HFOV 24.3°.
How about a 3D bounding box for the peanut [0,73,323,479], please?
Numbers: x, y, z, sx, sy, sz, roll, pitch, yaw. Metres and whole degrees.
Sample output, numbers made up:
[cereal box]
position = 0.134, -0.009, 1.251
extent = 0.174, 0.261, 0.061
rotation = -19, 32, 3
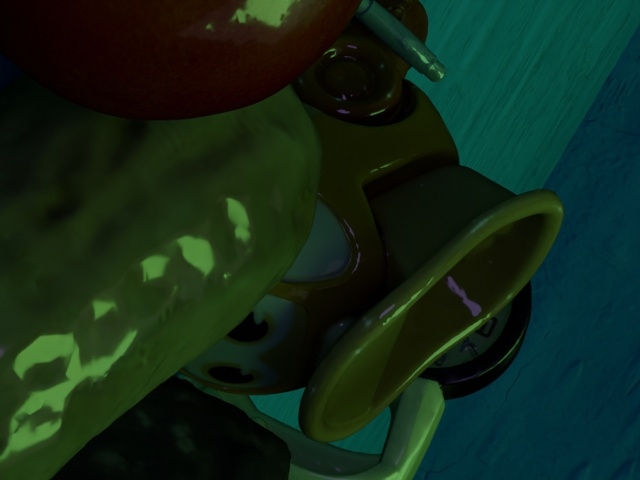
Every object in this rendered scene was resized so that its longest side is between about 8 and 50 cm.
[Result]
[peanut]
position = -0.154, 0.024, 0.732
extent = 0.387, 0.169, 0.192
rotation = -40, -165, -33

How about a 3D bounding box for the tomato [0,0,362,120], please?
[tomato]
position = -0.064, -0.139, 0.598
extent = 0.195, 0.195, 0.136
rotation = -60, -157, 14

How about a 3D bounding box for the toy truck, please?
[toy truck]
position = 0.000, 0.000, 1.023
extent = 0.288, 0.211, 0.204
rotation = -30, 156, -27

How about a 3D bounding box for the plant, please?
[plant]
position = -0.113, 0.223, 0.998
extent = 0.215, 0.312, 0.213
rotation = -34, 157, -52

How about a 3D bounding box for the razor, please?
[razor]
position = 0.042, -0.159, 1.066
extent = 0.068, 0.135, 0.040
rotation = -55, -154, -4

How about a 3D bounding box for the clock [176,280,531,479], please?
[clock]
position = 0.020, 0.118, 1.323
extent = 0.379, 0.276, 0.120
rotation = -58, 166, -14

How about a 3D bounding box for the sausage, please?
[sausage]
position = 0.032, -0.151, 1.157
extent = 0.089, 0.089, 0.179
rotation = -64, 168, 27
